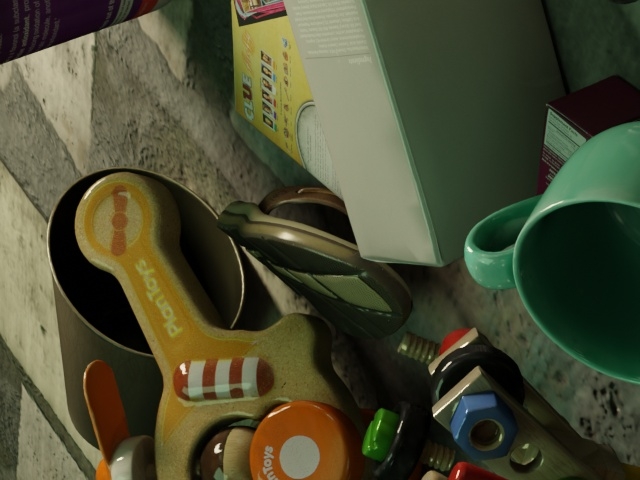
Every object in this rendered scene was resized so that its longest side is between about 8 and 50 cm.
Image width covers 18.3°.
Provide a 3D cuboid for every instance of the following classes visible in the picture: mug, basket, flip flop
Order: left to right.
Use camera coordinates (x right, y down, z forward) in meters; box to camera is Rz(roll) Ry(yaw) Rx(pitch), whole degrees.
[{"bbox_3d":[-0.156,0.083,1.736,0.204,0.154,0.227,57,156,29],"label":"basket"},{"bbox_3d":[0.000,0.000,1.456,0.112,0.080,0.277,45,174,-16],"label":"flip flop"},{"bbox_3d":[0.170,-0.007,1.073,0.157,0.097,0.129,29,138,8],"label":"mug"}]

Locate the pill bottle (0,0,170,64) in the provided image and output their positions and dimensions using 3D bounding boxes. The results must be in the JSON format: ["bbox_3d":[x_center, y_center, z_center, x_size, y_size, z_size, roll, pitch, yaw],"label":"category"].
[{"bbox_3d":[-0.273,-0.219,1.512,0.181,0.323,0.181,41,144,40],"label":"pill bottle"}]

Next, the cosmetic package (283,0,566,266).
[{"bbox_3d":[0.064,-0.114,1.196,0.107,0.127,0.238,9,117,59],"label":"cosmetic package"}]

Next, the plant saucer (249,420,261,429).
[{"bbox_3d":[0.005,0.267,1.697,0.278,0.041,0.278,41,143,42],"label":"plant saucer"}]

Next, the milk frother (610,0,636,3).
[{"bbox_3d":[0.101,-0.195,1.052,0.143,0.134,0.129,-13,68,60],"label":"milk frother"}]

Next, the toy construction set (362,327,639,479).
[{"bbox_3d":[0.147,0.204,1.236,0.237,0.257,0.309,23,171,-7],"label":"toy construction set"}]

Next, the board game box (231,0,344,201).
[{"bbox_3d":[-0.003,-0.160,1.374,0.165,0.042,0.243,41,144,41],"label":"board game box"}]

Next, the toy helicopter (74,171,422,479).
[{"bbox_3d":[-0.101,0.109,1.534,0.235,0.140,0.355,-36,70,17],"label":"toy helicopter"}]

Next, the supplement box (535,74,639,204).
[{"bbox_3d":[0.159,-0.045,1.151,0.043,0.055,0.083,44,144,39],"label":"supplement box"}]
